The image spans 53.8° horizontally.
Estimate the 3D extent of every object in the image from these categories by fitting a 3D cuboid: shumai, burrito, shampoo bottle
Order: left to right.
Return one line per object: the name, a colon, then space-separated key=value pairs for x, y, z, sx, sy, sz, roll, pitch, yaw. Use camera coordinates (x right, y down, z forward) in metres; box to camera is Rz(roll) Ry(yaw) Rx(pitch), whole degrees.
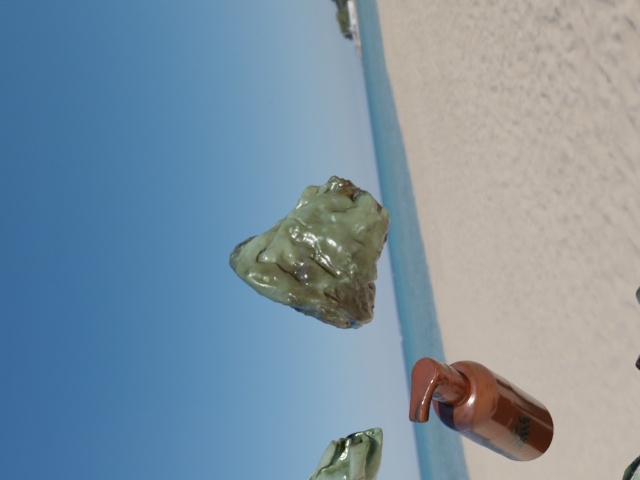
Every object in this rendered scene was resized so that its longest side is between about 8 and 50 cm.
shumai: x=0.000 y=0.000 z=1.188 sx=0.263 sy=0.309 sz=0.304 roll=-64 pitch=-30 yaw=-1
burrito: x=0.023 y=0.224 z=0.600 sx=0.044 sy=0.074 sz=0.118 roll=-118 pitch=33 yaw=-42
shampoo bottle: x=0.177 y=0.185 z=0.704 sx=0.244 sy=0.085 sz=0.085 roll=32 pitch=-138 yaw=-41

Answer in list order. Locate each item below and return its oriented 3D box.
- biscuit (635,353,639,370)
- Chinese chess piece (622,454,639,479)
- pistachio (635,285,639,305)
biscuit: x=0.665 y=0.231 z=1.043 sx=0.070 sy=0.252 sz=0.106 roll=-23 pitch=-40 yaw=-48
Chinese chess piece: x=0.582 y=0.356 z=0.826 sx=0.146 sy=0.350 sz=0.349 roll=-102 pitch=1 yaw=-57
pistachio: x=0.669 y=0.102 z=1.145 sx=0.189 sy=0.100 sz=0.110 roll=-36 pitch=31 yaw=58
